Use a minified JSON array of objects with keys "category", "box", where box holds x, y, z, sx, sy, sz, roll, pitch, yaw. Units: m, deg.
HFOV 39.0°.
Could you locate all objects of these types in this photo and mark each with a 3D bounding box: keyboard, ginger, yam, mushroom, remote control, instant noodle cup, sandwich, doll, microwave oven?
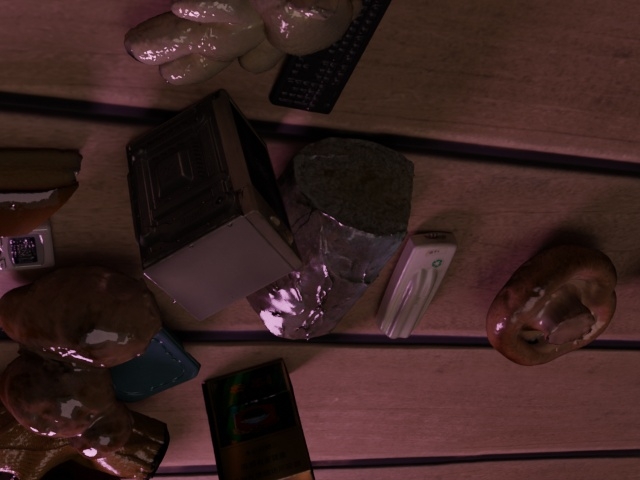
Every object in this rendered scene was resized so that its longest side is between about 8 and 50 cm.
[{"category":"keyboard","box":[0.043,-0.305,1.129,0.103,0.041,0.381,6,133,-24]},{"category":"ginger","box":[-0.372,0.186,1.362,0.245,0.155,0.304,10,107,-7]},{"category":"yam","box":[-0.005,0.000,1.333,0.201,0.202,0.271,20,131,-7]},{"category":"mushroom","box":[0.422,0.117,1.625,0.278,0.146,0.278,-15,133,-17]},{"category":"remote control","box":[0.164,0.081,1.568,0.090,0.049,0.230,-1,134,-21]},{"category":"remote control","box":[-0.480,0.011,1.291,0.190,0.029,0.087,-3,135,-15]},{"category":"instant noodle cup","box":[-0.305,0.185,1.503,0.157,0.070,0.179,-24,138,8]},{"category":"sandwich","box":[-0.442,-0.061,1.183,0.258,0.094,0.096,-3,131,-14]},{"category":"doll","box":[-0.098,-0.269,1.068,0.278,0.175,0.149,-16,101,20]},{"category":"microwave oven","box":[-0.153,-0.047,1.185,0.194,0.240,0.145,-26,138,9]}]

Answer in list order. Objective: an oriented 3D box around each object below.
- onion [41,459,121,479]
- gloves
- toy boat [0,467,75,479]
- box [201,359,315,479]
[{"category":"onion","box":[-0.483,0.555,1.626,0.348,0.347,0.285,10,172,-27]},{"category":"gloves","box":[-0.434,0.314,1.520,0.356,0.203,0.155,9,93,-20]},{"category":"toy boat","box":[-0.547,0.389,1.490,0.318,0.219,0.072,24,97,-8]},{"category":"box","box":[-0.110,0.341,1.604,0.159,0.240,0.071,-18,138,0]}]
